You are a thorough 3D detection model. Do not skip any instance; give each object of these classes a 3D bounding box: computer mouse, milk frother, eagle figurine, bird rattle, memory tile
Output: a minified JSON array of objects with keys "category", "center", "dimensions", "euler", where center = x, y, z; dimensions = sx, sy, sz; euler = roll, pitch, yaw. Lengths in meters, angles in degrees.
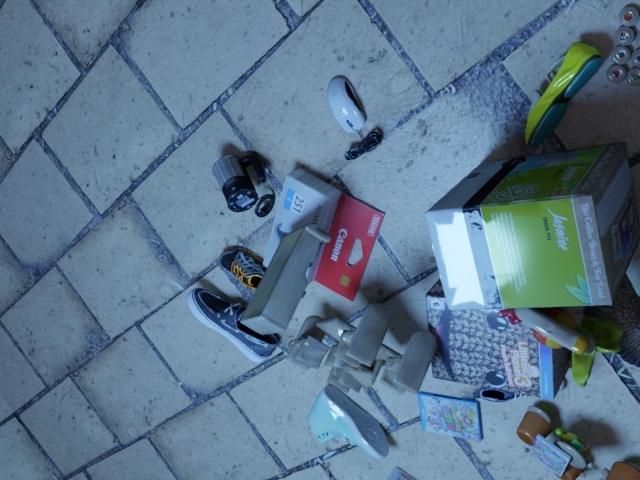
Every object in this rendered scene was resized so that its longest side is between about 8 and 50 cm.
[{"category":"computer mouse","center":[0.065,-0.289,1.818],"dimensions":[0.106,0.042,0.193],"euler":[-21,101,38]},{"category":"milk frother","center":[-0.199,-0.138,2.031],"dimensions":[0.143,0.129,0.134],"euler":[79,167,-54]},{"category":"eagle figurine","center":[0.693,0.171,1.536],"dimensions":[0.298,0.225,0.226],"euler":[32,108,-28]},{"category":"bird rattle","center":[0.461,0.159,1.516],"dimensions":[0.253,0.207,0.143],"euler":[40,100,21]},{"category":"memory tile","center":[0.610,-0.364,1.457],"dimensions":[0.113,0.012,0.148],"euler":[16,120,25]}]

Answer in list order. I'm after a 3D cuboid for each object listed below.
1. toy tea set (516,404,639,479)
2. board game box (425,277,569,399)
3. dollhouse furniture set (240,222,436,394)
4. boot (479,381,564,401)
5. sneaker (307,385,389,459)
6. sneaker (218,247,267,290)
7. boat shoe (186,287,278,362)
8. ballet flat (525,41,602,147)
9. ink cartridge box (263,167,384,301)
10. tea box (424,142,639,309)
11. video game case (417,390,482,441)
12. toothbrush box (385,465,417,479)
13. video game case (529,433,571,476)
[{"category":"toy tea set","center":[0.633,0.511,1.837],"dimensions":[0.336,0.124,0.200],"euler":[45,158,1]},{"category":"board game box","center":[0.410,0.212,1.785],"dimensions":[0.291,0.141,0.232],"euler":[4,115,31]},{"category":"dollhouse furniture set","center":[0.046,0.177,1.887],"dimensions":[0.394,0.256,0.362],"euler":[32,159,-16]},{"category":"boot","center":[0.480,0.358,1.848],"dimensions":[0.190,0.086,0.069],"euler":[-6,109,34]},{"category":"sneaker","center":[0.074,0.548,2.192],"dimensions":[0.256,0.094,0.151],"euler":[43,123,19]},{"category":"sneaker","center":[-0.200,0.087,2.146],"dimensions":[0.215,0.083,0.084],"euler":[22,124,23]},{"category":"boat shoe","center":[-0.251,0.226,2.232],"dimensions":[0.301,0.108,0.102],"euler":[41,128,5]},{"category":"ballet flat","center":[0.471,-0.297,1.549],"dimensions":[0.077,0.077,0.231],"euler":[51,129,28]},{"category":"ink cartridge box","center":[0.000,0.000,1.988],"dimensions":[0.261,0.066,0.296],"euler":[29,126,18]},{"category":"tea box","center":[0.433,-0.029,1.532],"dimensions":[0.324,0.329,0.220],"euler":[-5,110,33]},{"category":"video game case","center":[0.341,0.463,2.034],"dimensions":[0.166,0.015,0.119],"euler":[4,115,31]},{"category":"toothbrush box","center":[0.231,0.826,2.214],"dimensions":[0.206,0.122,0.283],"euler":[31,126,17]},{"category":"video game case","center":[0.538,0.505,1.810],"dimensions":[0.087,0.011,0.122],"euler":[34,155,26]}]
